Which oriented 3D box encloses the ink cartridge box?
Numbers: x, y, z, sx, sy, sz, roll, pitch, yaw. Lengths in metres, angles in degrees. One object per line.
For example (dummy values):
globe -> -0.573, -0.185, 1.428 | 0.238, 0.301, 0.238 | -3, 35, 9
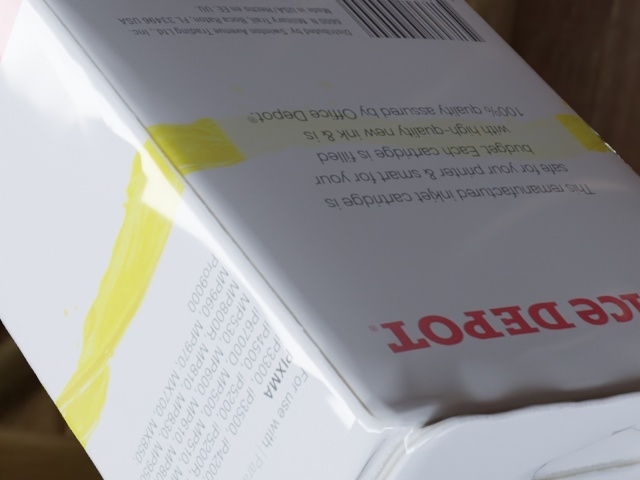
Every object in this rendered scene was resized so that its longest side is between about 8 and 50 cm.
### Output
ink cartridge box -> 0.000, 0.000, 0.890 | 0.279, 0.160, 0.384 | -4, -138, -40
